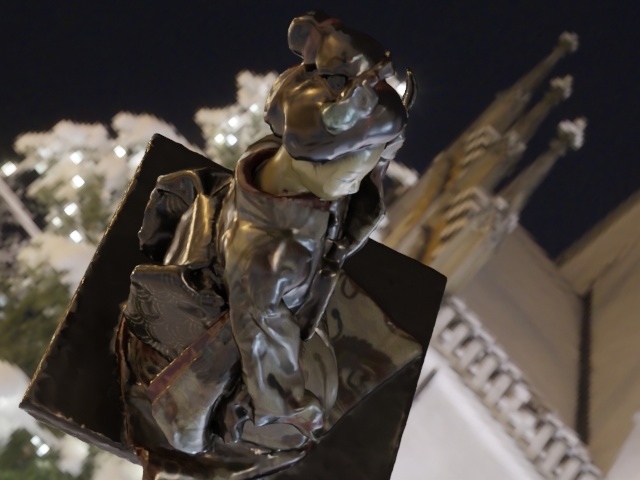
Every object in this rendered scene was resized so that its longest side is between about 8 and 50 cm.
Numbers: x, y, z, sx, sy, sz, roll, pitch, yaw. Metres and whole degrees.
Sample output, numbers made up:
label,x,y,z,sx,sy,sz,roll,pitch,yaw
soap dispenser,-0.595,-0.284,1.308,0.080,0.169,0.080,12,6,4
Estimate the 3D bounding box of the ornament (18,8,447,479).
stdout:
label,x,y,z,sx,sy,sz,roll,pitch,yaw
ornament,0.000,0.000,0.500,0.153,0.166,0.196,24,-37,-7
